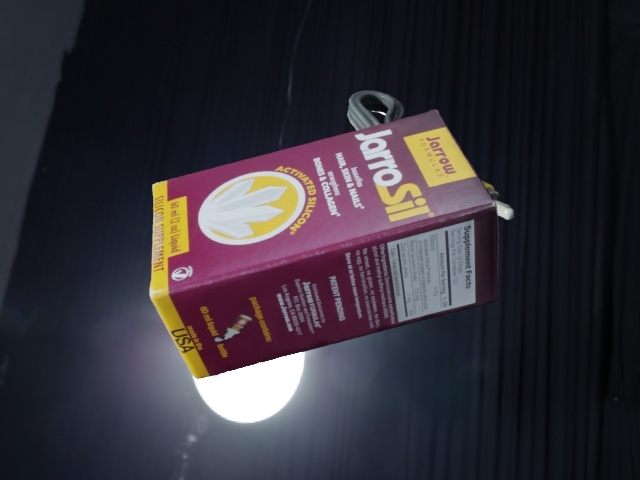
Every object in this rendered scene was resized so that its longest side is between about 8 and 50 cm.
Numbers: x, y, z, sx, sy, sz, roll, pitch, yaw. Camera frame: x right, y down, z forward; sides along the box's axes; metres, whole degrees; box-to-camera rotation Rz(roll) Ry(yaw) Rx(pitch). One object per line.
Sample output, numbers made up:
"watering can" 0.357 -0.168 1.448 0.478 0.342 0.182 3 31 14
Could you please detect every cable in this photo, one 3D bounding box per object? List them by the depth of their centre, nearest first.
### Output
"cable" 0.070 -0.084 0.665 0.140 0.072 0.287 -9 -150 -16

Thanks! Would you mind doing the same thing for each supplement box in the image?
"supplement box" 0.000 0.000 0.386 0.188 0.104 0.080 -15 133 -1
